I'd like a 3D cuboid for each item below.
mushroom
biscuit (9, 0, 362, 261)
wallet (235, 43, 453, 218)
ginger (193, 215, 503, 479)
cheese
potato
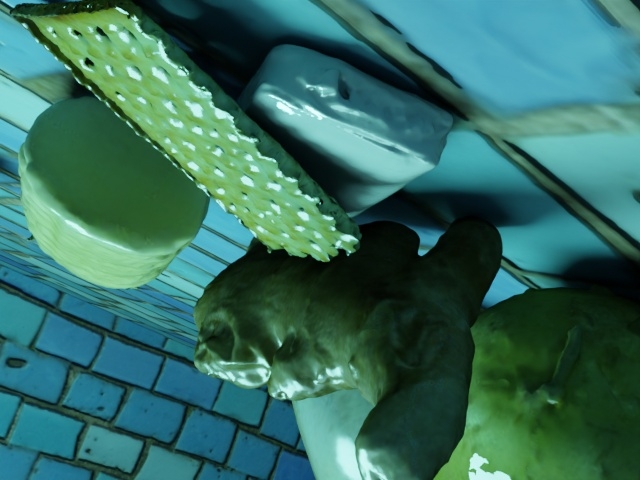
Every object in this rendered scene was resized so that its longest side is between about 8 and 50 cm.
[{"bbox_3d":[0.092,0.148,0.803,0.243,0.243,0.243,20,167,5],"label":"mushroom"},{"bbox_3d":[-0.053,-0.045,0.449,0.203,0.016,0.144,44,164,-33],"label":"biscuit"},{"bbox_3d":[-0.003,-0.046,0.464,0.095,0.033,0.190,21,168,-8],"label":"wallet"},{"bbox_3d":[0.009,0.035,0.547,0.080,0.166,0.333,51,163,-17],"label":"ginger"},{"bbox_3d":[-0.143,-0.028,0.629,0.123,0.094,0.167,33,161,-8],"label":"cheese"},{"bbox_3d":[0.208,0.161,0.594,0.359,0.219,0.269,34,154,-23],"label":"potato"}]
